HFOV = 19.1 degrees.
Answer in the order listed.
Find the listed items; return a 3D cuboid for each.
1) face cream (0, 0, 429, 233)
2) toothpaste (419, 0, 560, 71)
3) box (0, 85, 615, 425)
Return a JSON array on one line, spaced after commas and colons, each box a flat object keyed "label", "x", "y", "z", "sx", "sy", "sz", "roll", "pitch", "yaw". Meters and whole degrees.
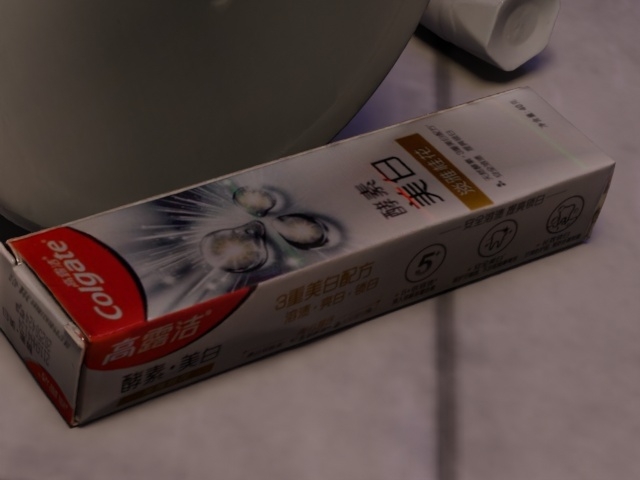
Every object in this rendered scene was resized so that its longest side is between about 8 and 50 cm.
[{"label": "face cream", "x": -0.085, "y": -0.129, "z": 0.641, "sx": 0.201, "sy": 0.201, "sz": 0.187, "roll": -20, "pitch": 48, "yaw": -34}, {"label": "toothpaste", "x": 0.021, "y": -0.131, "z": 0.806, "sx": 0.067, "sy": 0.043, "sz": 0.194, "roll": -20, "pitch": 42, "yaw": -31}, {"label": "box", "x": 0.000, "y": 0.000, "z": 0.632, "sx": 0.218, "sy": 0.039, "sz": 0.055, "roll": -19, "pitch": 49, "yaw": -33}]
